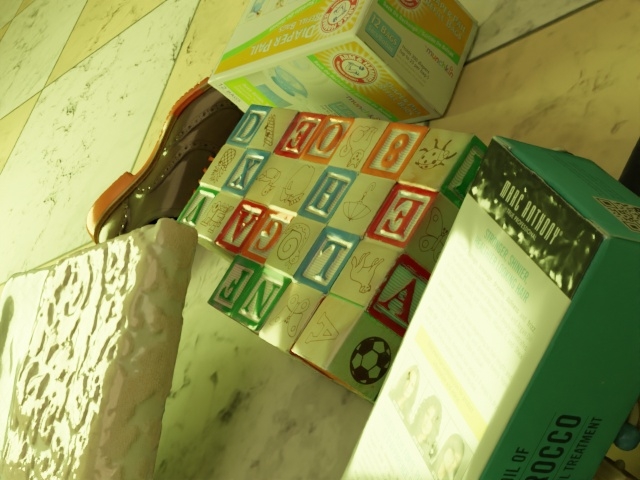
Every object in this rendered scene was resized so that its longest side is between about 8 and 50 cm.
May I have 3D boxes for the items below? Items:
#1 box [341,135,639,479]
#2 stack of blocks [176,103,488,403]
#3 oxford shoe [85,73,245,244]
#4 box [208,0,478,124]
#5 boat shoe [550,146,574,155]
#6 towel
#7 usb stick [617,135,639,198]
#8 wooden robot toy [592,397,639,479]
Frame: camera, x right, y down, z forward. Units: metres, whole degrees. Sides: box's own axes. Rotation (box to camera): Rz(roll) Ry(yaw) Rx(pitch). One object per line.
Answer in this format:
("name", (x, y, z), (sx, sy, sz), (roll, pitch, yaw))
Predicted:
("box", (0.079, 0.083, 0.432), (0.100, 0.060, 0.244), (-120, 46, -56))
("stack of blocks", (0.000, 0.000, 0.677), (0.171, 0.087, 0.297), (-58, 33, -8))
("oxford shoe", (-0.121, -0.066, 0.915), (0.271, 0.097, 0.098), (-48, 52, 16))
("box", (0.016, -0.164, 0.793), (0.203, 0.114, 0.103), (-4, 56, 49))
("boat shoe", (0.129, 0.002, 0.552), (0.125, 0.046, 0.038), (-58, 32, -3))
("towel", (-0.223, 0.162, 0.755), (0.317, 0.053, 0.331), (-13, 63, 50))
("usb stick", (0.227, -0.078, 0.507), (0.077, 0.045, 0.278), (15, 71, 49))
("wooden robot toy", (0.154, 0.047, 0.436), (0.079, 0.076, 0.173), (34, 108, 52))
